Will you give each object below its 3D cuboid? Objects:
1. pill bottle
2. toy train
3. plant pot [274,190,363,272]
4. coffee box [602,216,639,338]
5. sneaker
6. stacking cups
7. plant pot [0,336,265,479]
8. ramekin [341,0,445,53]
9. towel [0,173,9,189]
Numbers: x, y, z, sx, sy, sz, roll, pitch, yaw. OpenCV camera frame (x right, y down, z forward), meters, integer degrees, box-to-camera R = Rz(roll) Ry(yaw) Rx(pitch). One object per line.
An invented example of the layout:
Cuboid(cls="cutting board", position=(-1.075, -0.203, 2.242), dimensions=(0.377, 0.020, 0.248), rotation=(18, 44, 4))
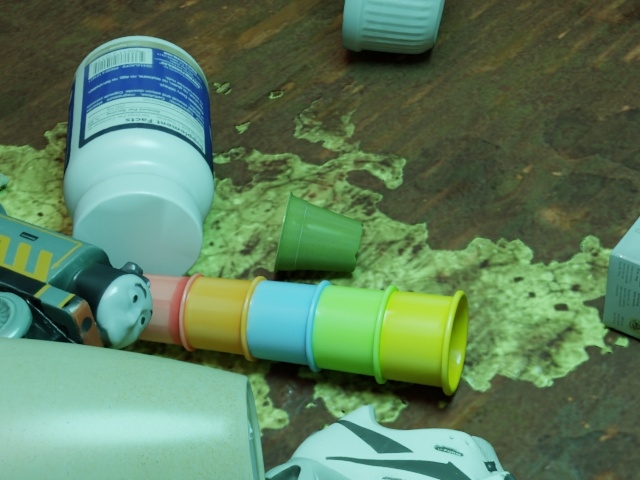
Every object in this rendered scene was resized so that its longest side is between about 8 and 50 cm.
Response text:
Cuboid(cls="pill bottle", position=(-0.187, -0.082, 1.318), dimensions=(0.153, 0.153, 0.264), rotation=(-6, 41, -1))
Cuboid(cls="toy train", position=(-0.312, 0.051, 1.167), dimensions=(0.334, 0.142, 0.190), rotation=(16, 47, 31))
Cuboid(cls="plant pot", position=(0.000, 0.000, 1.271), dimensions=(0.079, 0.083, 0.083), rotation=(12, 42, 0))
Cuboid(cls="coffee box", position=(0.399, 0.050, 1.147), dimensions=(0.246, 0.098, 0.141), rotation=(23, 48, 29))
Cuboid(cls="sneaker", position=(0.119, 0.216, 0.966), dimensions=(0.330, 0.122, 0.146), rotation=(27, 52, 31))
Cuboid(cls="stacking cups", position=(-0.025, 0.075, 1.180), dimensions=(0.316, 0.096, 0.096), rotation=(6, 42, 18))
Cuboid(cls="plant pot", position=(-0.180, 0.180, 0.932), dimensions=(0.274, 0.256, 0.256), rotation=(-6, 41, 0))
Cuboid(cls="ramekin", position=(0.099, -0.320, 1.533), dimensions=(0.109, 0.207, 0.207), rotation=(12, 43, 6))
Cuboid(cls="towel", position=(-0.425, -0.045, 1.395), dimensions=(0.110, 0.027, 0.148), rotation=(19, 46, 26))
